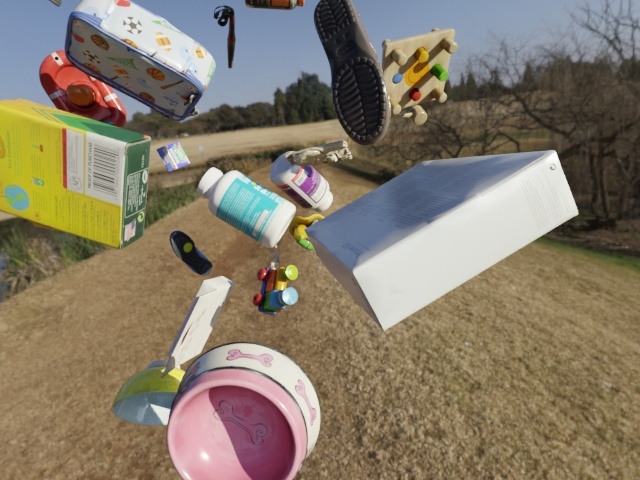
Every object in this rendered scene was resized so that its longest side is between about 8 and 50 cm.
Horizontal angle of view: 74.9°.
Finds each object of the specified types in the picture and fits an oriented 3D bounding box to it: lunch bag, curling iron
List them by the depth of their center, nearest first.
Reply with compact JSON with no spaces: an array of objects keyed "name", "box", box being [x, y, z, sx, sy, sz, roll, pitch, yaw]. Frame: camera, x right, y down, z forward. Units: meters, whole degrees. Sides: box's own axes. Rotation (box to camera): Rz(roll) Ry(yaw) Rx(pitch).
[{"name":"lunch bag","box":[-0.401,-0.396,0.947,0.303,0.114,0.243,27,-24,-29]},{"name":"curling iron","box":[-0.329,-0.715,1.479,0.068,0.035,0.274,0,-18,-6]}]

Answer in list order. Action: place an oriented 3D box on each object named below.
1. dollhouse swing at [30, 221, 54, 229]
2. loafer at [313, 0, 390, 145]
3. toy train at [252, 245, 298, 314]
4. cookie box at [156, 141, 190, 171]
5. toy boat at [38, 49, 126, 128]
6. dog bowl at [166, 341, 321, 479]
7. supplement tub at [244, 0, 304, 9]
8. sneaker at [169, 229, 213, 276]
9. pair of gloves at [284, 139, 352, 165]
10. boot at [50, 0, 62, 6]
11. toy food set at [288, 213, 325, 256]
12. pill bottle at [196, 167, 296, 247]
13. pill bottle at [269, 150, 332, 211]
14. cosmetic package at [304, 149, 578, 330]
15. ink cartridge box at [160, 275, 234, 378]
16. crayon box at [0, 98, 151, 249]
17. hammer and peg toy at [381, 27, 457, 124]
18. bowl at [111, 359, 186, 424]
[{"name":"dollhouse swing","box":[-0.842,-0.243,1.432,0.347,0.315,0.305,8,32,22]},{"name":"loafer","box":[0.097,-0.410,1.014,0.134,0.365,0.130,-13,-1,28]},{"name":"toy train","box":[-0.128,0.108,1.359,0.105,0.248,0.143,24,-30,-34]},{"name":"cookie box","box":[-0.539,-0.308,1.538,0.040,0.091,0.107,-20,16,17]},{"name":"toy boat","box":[-0.627,-0.383,1.100,0.151,0.231,0.151,-34,21,-13]},{"name":"dog bowl","box":[-0.207,0.482,1.080,0.408,0.407,0.150,-5,9,7]},{"name":"supplement tub","box":[-0.148,-0.807,1.342,0.191,0.117,0.117,0,13,-7]},{"name":"sneaker","box":[-0.433,0.040,1.355,0.082,0.209,0.069,22,64,37]},{"name":"pair of gloves","box":[-0.002,-0.278,1.394,0.204,0.042,0.240,-10,1,11]},{"name":"boot","box":[-0.537,-0.641,0.878,0.229,0.263,0.091,-38,-35,18]},{"name":"toy food set","box":[0.000,0.000,1.322,0.128,0.218,0.071,-40,37,33]},{"name":"pill bottle","box":[-0.214,-0.101,1.191,0.264,0.146,0.146,31,17,-1]},{"name":"pill bottle","box":[-0.082,-0.270,2.018,0.182,0.181,0.323,6,-24,42]},{"name":"cosmetic package","box":[0.140,-0.027,0.667,0.284,0.097,0.377,-28,13,-5]},{"name":"ink cartridge box","box":[-0.418,0.271,1.375,0.066,0.296,0.261,29,8,9]},{"name":"crayon box","box":[-0.478,-0.129,0.758,0.319,0.202,0.081,18,24,4]},{"name":"hammer and peg toy","box":[0.321,-0.538,1.473,0.266,0.361,0.127,-17,52,-11]},{"name":"bowl","box":[-0.560,0.516,1.466,0.290,0.289,0.156,-8,48,-2]}]
